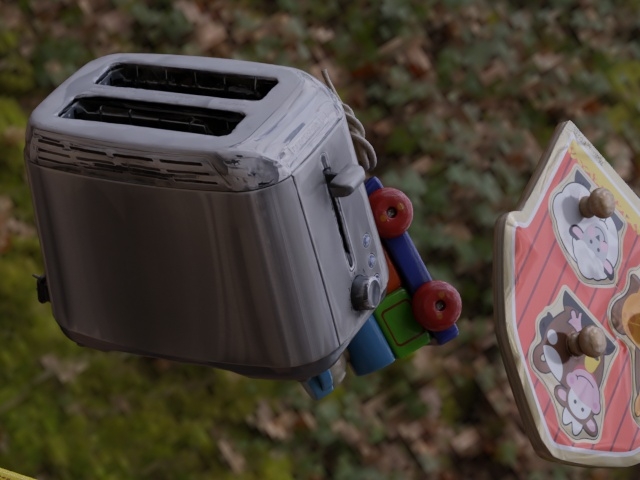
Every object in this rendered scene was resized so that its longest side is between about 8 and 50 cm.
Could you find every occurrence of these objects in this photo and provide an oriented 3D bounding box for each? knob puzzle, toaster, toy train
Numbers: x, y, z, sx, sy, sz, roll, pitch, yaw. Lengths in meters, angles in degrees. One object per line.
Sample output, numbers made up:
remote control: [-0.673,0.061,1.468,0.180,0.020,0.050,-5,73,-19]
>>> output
knob puzzle: [0.171,0.050,1.182,0.030,0.213,0.213,-16,-72,45]
toaster: [-0.075,-0.018,1.129,0.227,0.129,0.146,9,-55,27]
toy train: [0.000,0.000,1.651,0.248,0.143,0.105,62,-15,-5]

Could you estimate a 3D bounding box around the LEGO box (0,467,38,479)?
LEGO box: [-0.384,0.355,1.928,0.500,0.193,0.372,16,-30,14]
